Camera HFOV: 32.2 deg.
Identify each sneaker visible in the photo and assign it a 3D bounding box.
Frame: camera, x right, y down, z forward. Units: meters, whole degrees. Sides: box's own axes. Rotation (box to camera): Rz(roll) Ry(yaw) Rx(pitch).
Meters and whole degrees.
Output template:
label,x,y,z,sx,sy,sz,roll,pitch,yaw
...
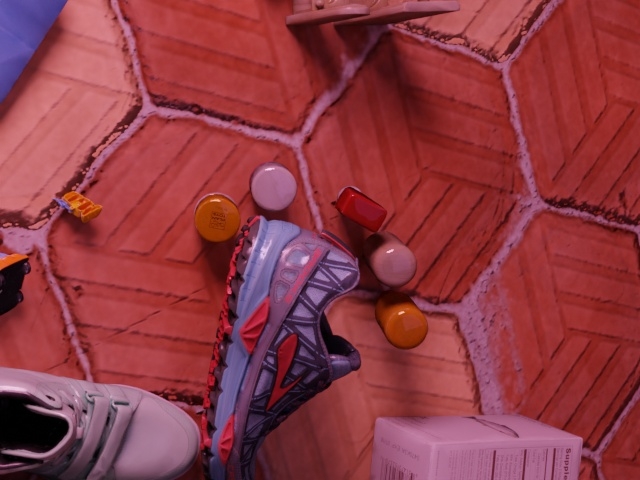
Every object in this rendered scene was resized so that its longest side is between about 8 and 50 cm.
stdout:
label,x,y,z,sx,sy,sz,roll,pitch,yaw
sneaker,-0.030,0.113,0.928,0.125,0.104,0.262,11,115,-5
sneaker,-0.190,0.160,0.868,0.255,0.151,0.094,17,85,-30

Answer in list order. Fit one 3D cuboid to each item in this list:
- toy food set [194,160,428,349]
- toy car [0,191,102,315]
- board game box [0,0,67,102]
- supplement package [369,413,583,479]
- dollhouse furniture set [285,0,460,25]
label,x,y,z,sx,sy,sz,roll,pitch,yaw
toy food set,0.000,0.000,1.004,0.232,0.104,0.111,26,96,-10
toy car,-0.236,0.009,0.905,0.040,0.060,0.122,35,52,17
board game box,-0.279,-0.185,0.855,0.133,0.033,0.169,34,84,-32
supplement package,0.150,0.232,1.083,0.179,0.105,0.105,4,93,-29
dollhouse furniture set,0.023,-0.266,0.955,0.144,0.123,0.151,-8,98,-28
